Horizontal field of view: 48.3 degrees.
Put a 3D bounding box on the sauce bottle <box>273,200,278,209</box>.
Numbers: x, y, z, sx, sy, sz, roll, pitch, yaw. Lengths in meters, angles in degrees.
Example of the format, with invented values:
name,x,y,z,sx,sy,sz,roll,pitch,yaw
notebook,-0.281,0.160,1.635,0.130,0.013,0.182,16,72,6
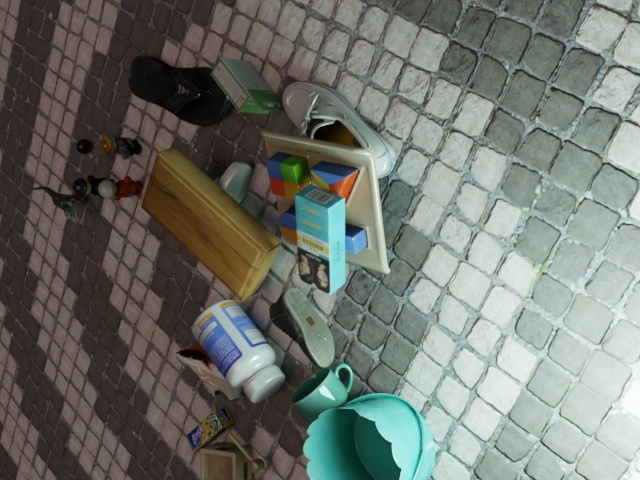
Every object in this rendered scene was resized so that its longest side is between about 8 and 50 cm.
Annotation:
name,x,y,z,sx,sy,sz,roll,pitch,yaw
sauce bottle,-0.072,-0.120,1.856,0.128,0.042,0.042,-37,72,38

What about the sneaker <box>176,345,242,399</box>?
name,x,y,z,sx,sy,sz,roll,pitch,yaw
sneaker,-0.328,0.392,2.087,0.263,0.099,0.120,14,108,39

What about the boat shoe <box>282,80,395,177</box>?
name,x,y,z,sx,sy,sz,roll,pitch,yaw
boat shoe,0.004,-0.269,1.700,0.367,0.157,0.135,46,119,27

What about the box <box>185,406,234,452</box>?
name,x,y,z,sx,sy,sz,roll,pitch,yaw
box,-0.331,0.565,2.131,0.169,0.054,0.059,-45,68,33

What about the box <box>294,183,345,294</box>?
name,x,y,z,sx,sy,sz,roll,pitch,yaw
box,0.000,0.000,1.634,0.101,0.060,0.244,24,133,31

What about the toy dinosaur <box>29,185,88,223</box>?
name,x,y,z,sx,sy,sz,roll,pitch,yaw
toy dinosaur,-0.882,-0.140,2.465,0.268,0.118,0.064,30,113,34

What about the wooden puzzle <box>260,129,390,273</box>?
name,x,y,z,sx,sy,sz,roll,pitch,yaw
wooden puzzle,-0.001,-0.080,1.678,0.322,0.080,0.347,16,133,37

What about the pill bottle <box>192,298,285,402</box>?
name,x,y,z,sx,sy,sz,roll,pitch,yaw
pill bottle,-0.219,0.304,1.949,0.272,0.152,0.152,49,122,25

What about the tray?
name,x,y,z,sx,sy,sz,roll,pitch,yaw
tray,-0.303,-0.044,1.916,0.411,0.076,0.202,41,130,16

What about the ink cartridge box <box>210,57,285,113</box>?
name,x,y,z,sx,sy,sz,roll,pitch,yaw
ink cartridge box,-0.185,-0.387,1.876,0.209,0.109,0.062,52,124,22

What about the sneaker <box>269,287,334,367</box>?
name,x,y,z,sx,sy,sz,roll,pitch,yaw
sneaker,-0.048,0.239,1.863,0.118,0.083,0.221,-43,71,50

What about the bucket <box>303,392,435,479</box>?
name,x,y,z,sx,sy,sz,roll,pitch,yaw
bucket,0.121,0.499,1.672,0.281,0.183,0.280,5,98,38

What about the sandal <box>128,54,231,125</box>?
name,x,y,z,sx,sy,sz,roll,pitch,yaw
sandal,-0.434,-0.436,2.074,0.446,0.107,0.167,20,107,36

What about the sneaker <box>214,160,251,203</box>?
name,x,y,z,sx,sy,sz,roll,pitch,yaw
sneaker,-0.313,-0.136,2.009,0.169,0.108,0.292,46,122,23

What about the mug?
name,x,y,z,sx,sy,sz,roll,pitch,yaw
mug,0.014,0.391,1.783,0.158,0.129,0.097,-35,98,28

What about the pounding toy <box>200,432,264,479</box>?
name,x,y,z,sx,sy,sz,roll,pitch,yaw
pounding toy,-0.235,0.631,2.042,0.206,0.094,0.180,-3,88,30

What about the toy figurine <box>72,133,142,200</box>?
name,x,y,z,sx,sy,sz,roll,pitch,yaw
toy figurine,-0.682,-0.233,2.272,0.213,0.148,0.209,9,100,39
